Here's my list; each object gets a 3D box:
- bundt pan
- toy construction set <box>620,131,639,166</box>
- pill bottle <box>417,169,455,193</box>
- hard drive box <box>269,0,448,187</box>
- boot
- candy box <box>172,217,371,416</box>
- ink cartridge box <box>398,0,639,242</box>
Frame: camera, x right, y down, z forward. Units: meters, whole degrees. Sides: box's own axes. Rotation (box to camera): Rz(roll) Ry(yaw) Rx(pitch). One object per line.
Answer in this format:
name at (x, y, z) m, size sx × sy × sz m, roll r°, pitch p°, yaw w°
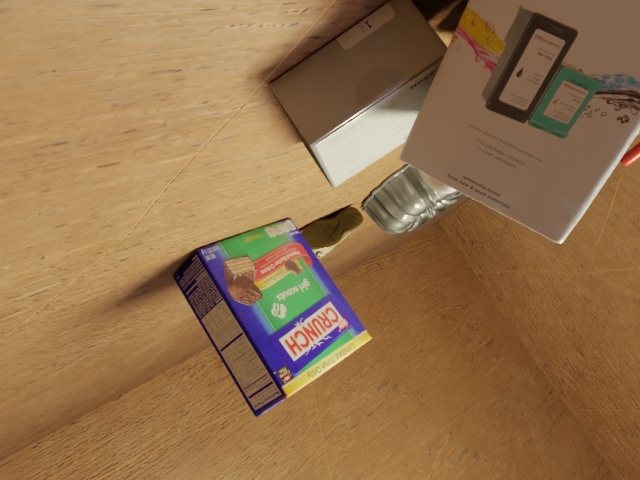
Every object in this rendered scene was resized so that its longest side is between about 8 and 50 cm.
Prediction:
bundt pan at (0.287, -0.129, 1.527) m, size 0.331 × 0.124 × 0.331 m, roll -31°, pitch 168°, yaw -7°
toy construction set at (0.543, -0.319, 0.990) m, size 0.257 × 0.309 × 0.237 m, roll -36°, pitch 169°, yaw -34°
pill bottle at (0.355, -0.224, 1.243) m, size 0.264 × 0.146 × 0.146 m, roll -30°, pitch 170°, yaw -18°
hard drive box at (0.056, -0.171, 0.691) m, size 0.181 × 0.089 × 0.232 m, roll -34°, pitch 171°, yaw 2°
boot at (0.000, 0.000, 1.437) m, size 0.213 × 0.077 × 0.165 m, roll -29°, pitch 172°, yaw -38°
candy box at (-0.090, 0.138, 1.086) m, size 0.268 × 0.317 × 0.122 m, roll -23°, pitch 167°, yaw -48°
ink cartridge box at (0.249, -0.183, 0.581) m, size 0.198 × 0.197 × 0.270 m, roll -38°, pitch 155°, yaw -55°
